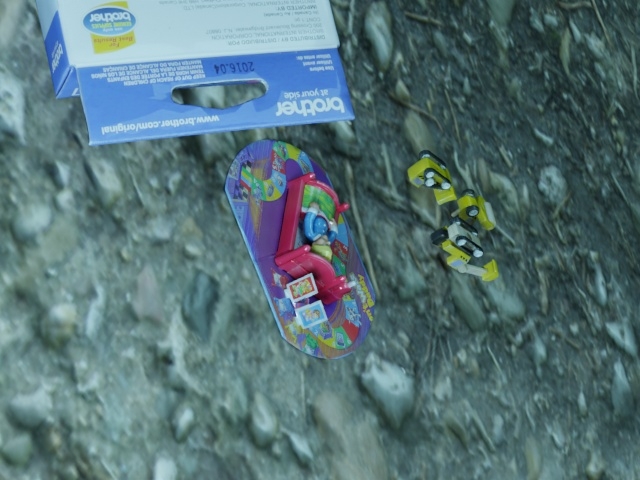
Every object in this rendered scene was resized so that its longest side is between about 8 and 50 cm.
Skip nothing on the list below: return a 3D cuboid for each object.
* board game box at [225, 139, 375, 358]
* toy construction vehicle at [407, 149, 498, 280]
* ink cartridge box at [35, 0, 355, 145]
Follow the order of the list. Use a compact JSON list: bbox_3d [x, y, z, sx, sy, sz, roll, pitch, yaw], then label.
[{"bbox_3d":[0.000,0.000,1.246,0.133,0.033,0.168,-16,84,-57],"label":"board game box"},{"bbox_3d":[0.109,-0.017,1.417,0.098,0.035,0.086,31,36,-45],"label":"toy construction vehicle"},{"bbox_3d":[-0.101,-0.204,1.133,0.186,0.065,0.311,-7,72,-23],"label":"ink cartridge box"}]
